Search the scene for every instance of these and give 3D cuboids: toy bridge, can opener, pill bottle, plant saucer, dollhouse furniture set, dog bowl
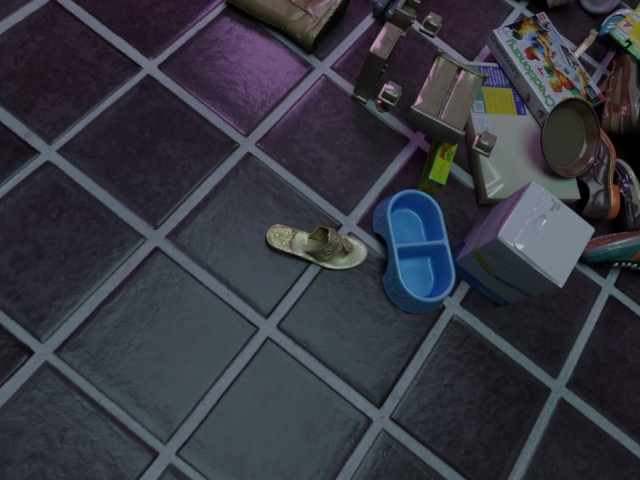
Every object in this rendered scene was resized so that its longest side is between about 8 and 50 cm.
[{"bbox_3d":[0.777,-0.573,1.419,0.026,0.063,0.188,42,69,3],"label":"toy bridge"},{"bbox_3d":[0.245,-0.728,1.349,0.074,0.093,0.280,36,74,0],"label":"can opener"},{"bbox_3d":[0.926,-0.818,1.493,0.229,0.131,0.131,-39,84,-20],"label":"pill bottle"},{"bbox_3d":[0.628,-0.260,1.217,0.199,0.036,0.198,-3,98,-22],"label":"plant saucer"},{"bbox_3d":[0.281,-0.377,1.190,0.355,0.174,0.303,28,70,-1],"label":"dollhouse furniture set"},{"bbox_3d":[0.220,0.017,1.107,0.166,0.074,0.297,-4,73,-13],"label":"dog bowl"}]

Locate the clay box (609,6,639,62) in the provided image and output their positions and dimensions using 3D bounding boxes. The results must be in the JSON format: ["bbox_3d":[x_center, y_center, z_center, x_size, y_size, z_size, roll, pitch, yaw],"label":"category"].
[{"bbox_3d":[0.949,-0.613,1.383,0.222,0.053,0.127,-37,78,-4],"label":"clay box"}]

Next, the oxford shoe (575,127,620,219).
[{"bbox_3d":[0.713,-0.187,1.267,0.098,0.097,0.271,1,72,-4],"label":"oxford shoe"}]

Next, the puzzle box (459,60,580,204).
[{"bbox_3d":[0.520,-0.290,1.281,0.272,0.052,0.409,0,72,-12],"label":"puzzle box"}]

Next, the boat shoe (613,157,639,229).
[{"bbox_3d":[0.799,-0.123,1.260,0.073,0.080,0.223,-16,55,13],"label":"boat shoe"}]

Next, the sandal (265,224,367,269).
[{"bbox_3d":[-0.001,0.006,1.061,0.240,0.079,0.088,11,71,-8],"label":"sandal"}]

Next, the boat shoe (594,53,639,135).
[{"bbox_3d":[0.827,-0.410,1.339,0.122,0.120,0.324,58,40,-35],"label":"boat shoe"}]

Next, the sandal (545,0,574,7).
[{"bbox_3d":[0.688,-0.761,1.463,0.265,0.076,0.102,5,55,11],"label":"sandal"}]

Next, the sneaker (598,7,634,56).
[{"bbox_3d":[0.974,-0.583,1.459,0.275,0.107,0.110,40,84,10],"label":"sneaker"}]

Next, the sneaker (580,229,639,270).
[{"bbox_3d":[0.803,0.037,1.203,0.302,0.108,0.121,-10,95,-3],"label":"sneaker"}]

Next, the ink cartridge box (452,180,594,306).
[{"bbox_3d":[0.436,0.018,1.066,0.168,0.232,0.171,38,69,2],"label":"ink cartridge box"}]

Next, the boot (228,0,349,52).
[{"bbox_3d":[-0.078,-0.648,1.253,0.269,0.089,0.236,34,69,2],"label":"boot"}]

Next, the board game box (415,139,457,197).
[{"bbox_3d":[0.294,-0.201,1.183,0.043,0.092,0.181,23,69,-3],"label":"board game box"}]

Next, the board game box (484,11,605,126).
[{"bbox_3d":[0.607,-0.463,1.298,0.193,0.053,0.305,-26,80,-18],"label":"board game box"}]
